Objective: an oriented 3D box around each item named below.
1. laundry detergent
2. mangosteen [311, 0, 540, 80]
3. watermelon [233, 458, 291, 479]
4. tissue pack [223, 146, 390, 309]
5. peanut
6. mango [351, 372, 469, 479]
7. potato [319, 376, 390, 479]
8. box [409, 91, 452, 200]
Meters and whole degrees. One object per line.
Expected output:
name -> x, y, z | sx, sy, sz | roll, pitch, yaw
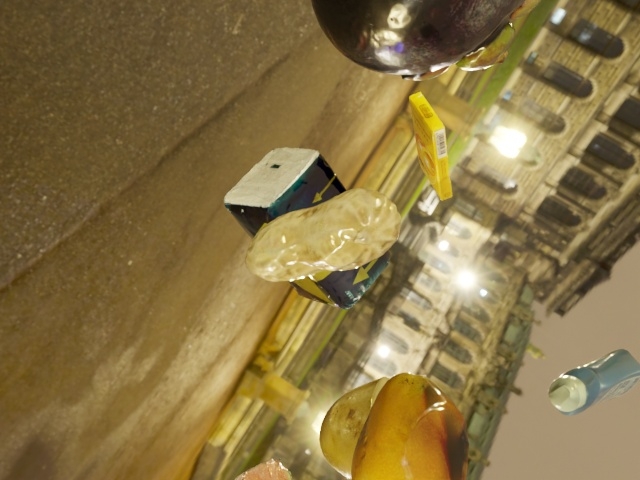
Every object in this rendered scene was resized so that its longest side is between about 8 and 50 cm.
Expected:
laundry detergent -> 0.586, 0.315, 1.404 | 0.290, 0.094, 0.143 | -1, 141, -42
mangosteen -> 0.138, -0.305, 0.763 | 0.302, 0.275, 0.275 | 34, 87, -40
watermelon -> -0.159, 0.580, 1.387 | 0.146, 0.128, 0.231 | -40, 160, 23
tissue pack -> -0.029, -0.031, 1.789 | 0.253, 0.416, 0.264 | -49, -148, -18
peanut -> 0.000, 0.000, 1.215 | 0.325, 0.140, 0.153 | -19, -145, 21
mango -> 0.121, 0.308, 0.963 | 0.166, 0.136, 0.236 | -49, -165, 49
potato -> 0.071, 0.378, 1.236 | 0.158, 0.203, 0.178 | -17, 166, 26
box -> 0.292, -0.244, 1.695 | 0.043, 0.152, 0.269 | -21, 141, 0
